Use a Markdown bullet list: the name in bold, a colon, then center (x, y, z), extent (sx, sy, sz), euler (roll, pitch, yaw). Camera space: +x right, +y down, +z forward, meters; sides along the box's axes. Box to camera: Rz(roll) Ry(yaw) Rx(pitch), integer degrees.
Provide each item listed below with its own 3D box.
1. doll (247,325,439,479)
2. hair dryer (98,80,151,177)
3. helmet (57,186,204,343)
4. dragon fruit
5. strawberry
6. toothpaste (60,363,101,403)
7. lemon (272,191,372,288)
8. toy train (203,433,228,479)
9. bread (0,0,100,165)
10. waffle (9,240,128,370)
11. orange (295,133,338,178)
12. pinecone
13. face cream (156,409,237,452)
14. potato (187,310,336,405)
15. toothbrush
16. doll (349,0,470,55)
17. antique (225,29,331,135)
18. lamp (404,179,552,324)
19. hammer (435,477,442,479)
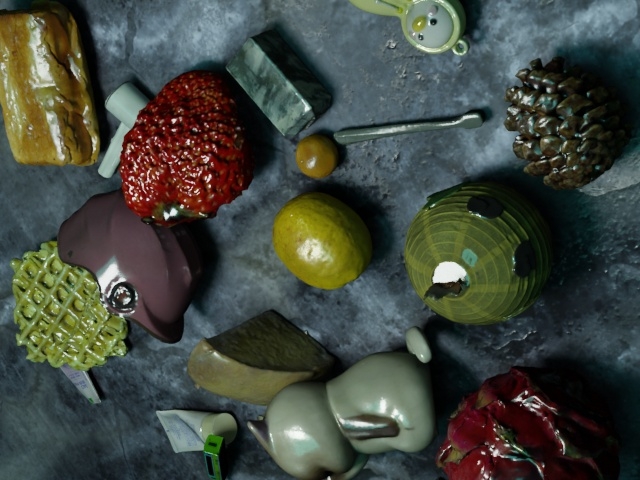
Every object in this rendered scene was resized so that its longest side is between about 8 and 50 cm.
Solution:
- **doll**: center (0.068, 0.335, 1.782), extent (0.371, 0.215, 0.225), euler (-26, 88, 3)
- **hair dryer**: center (-0.405, -0.201, 1.954), extent (0.131, 0.073, 0.236), euler (43, 127, 5)
- **helmet**: center (-0.354, 0.027, 1.921), extent (0.338, 0.271, 0.197), euler (43, 103, 3)
- **dragon fruit**: center (0.362, 0.371, 1.631), extent (0.329, 0.329, 0.329), euler (11, 115, 25)
- **strawberry**: center (-0.257, -0.167, 1.779), extent (0.261, 0.261, 0.257), euler (3, 121, 28)
- **toothpaste**: center (-0.616, 0.264, 2.278), extent (0.075, 0.048, 0.300), euler (-22, 100, 28)
- **lemon**: center (0.000, 0.000, 1.757), extent (0.207, 0.170, 0.170), euler (41, 124, 15)
- **toy train**: center (-0.235, 0.492, 2.110), extent (0.042, 0.044, 0.209), euler (14, 148, 6)
- **bread**: center (-0.558, -0.316, 1.939), extent (0.195, 0.149, 0.343), euler (4, 111, 27)
- **waffle**: center (-0.583, 0.155, 2.172), extent (0.298, 0.073, 0.316), euler (-2, 101, 18)
- **orange**: center (-0.007, -0.156, 1.747), extent (0.085, 0.085, 0.085), euler (11, 115, 25)
- **pinecone**: center (0.375, -0.180, 1.470), extent (0.204, 0.179, 0.184), euler (50, 118, 35)
- **face cream**: center (-0.289, 0.433, 2.170), extent (0.224, 0.070, 0.114), euler (-14, 103, 45)
- **potato**: center (-0.136, 0.285, 1.900), extent (0.189, 0.264, 0.211), euler (43, 119, 18)
- **toothbrush**: center (0.151, -0.199, 1.672), extent (0.297, 0.030, 0.030), euler (-5, 117, 31)
- **doll**: center (0.129, -0.406, 1.541), extent (0.296, 0.117, 0.141), euler (45, 127, 6)
- **antique**: center (-0.072, -0.283, 1.722), extent (0.183, 0.088, 0.086), euler (50, 126, 2)
- **lamp**: center (0.247, 0.029, 1.562), extent (0.250, 0.284, 0.250), euler (15, 119, 29)
- **hammer**: center (0.189, 0.638, 1.997), extent (0.111, 0.043, 0.365), euler (41, 125, 8)
